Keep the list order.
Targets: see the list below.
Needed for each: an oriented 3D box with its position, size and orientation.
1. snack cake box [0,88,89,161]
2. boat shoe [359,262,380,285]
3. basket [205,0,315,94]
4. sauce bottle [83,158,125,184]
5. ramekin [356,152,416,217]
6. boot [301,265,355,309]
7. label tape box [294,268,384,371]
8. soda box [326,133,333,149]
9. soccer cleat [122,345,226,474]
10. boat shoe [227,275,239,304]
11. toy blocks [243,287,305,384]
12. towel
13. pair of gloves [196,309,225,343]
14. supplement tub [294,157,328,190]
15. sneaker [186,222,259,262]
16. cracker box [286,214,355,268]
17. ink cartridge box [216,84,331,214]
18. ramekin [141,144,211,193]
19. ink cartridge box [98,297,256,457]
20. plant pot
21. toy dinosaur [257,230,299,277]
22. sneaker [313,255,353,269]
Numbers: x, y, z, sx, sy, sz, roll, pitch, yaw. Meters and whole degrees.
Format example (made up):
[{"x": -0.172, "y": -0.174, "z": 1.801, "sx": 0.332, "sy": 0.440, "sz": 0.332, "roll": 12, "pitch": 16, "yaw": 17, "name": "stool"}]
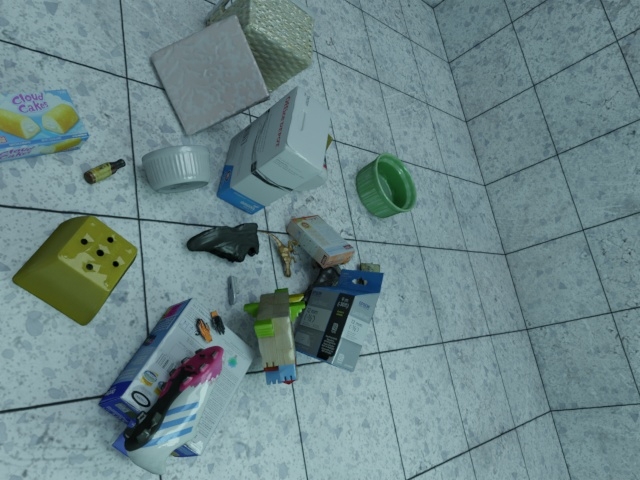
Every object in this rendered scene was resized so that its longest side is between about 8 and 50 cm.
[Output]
[{"x": -0.782, "y": -0.305, "z": 1.285, "sx": 0.264, "sy": 0.089, "sz": 0.152, "roll": -28, "pitch": 93, "yaw": -49, "name": "snack cake box"}, {"x": 0.193, "y": 0.220, "z": 2.044, "sx": 0.089, "sy": 0.104, "sz": 0.285, "roll": 12, "pitch": 50, "yaw": 0, "name": "boat shoe"}, {"x": -0.237, "y": -0.791, "z": 1.904, "sx": 0.331, "sy": 0.328, "sz": 0.266, "roll": 16, "pitch": 65, "yaw": -41, "name": "basket"}, {"x": -0.632, "y": -0.207, "z": 1.428, "sx": 0.042, "sy": 0.042, "sz": 0.128, "roll": 55, "pitch": 40, "yaw": -11, "name": "sauce bottle"}, {"x": 0.313, "y": -0.255, "z": 2.339, "sx": 0.303, "sy": 0.148, "sz": 0.303, "roll": 22, "pitch": 57, "yaw": -38, "name": "ramekin"}, {"x": 0.028, "y": 0.225, "z": 1.880, "sx": 0.263, "sy": 0.091, "sz": 0.229, "roll": 50, "pitch": 54, "yaw": -30, "name": "boot"}, {"x": 0.059, "y": 0.250, "z": 1.683, "sx": 0.115, "sy": 0.249, "sz": 0.347, "roll": 27, "pitch": 76, "yaw": -33, "name": "label tape box"}, {"x": -0.009, "y": -0.412, "z": 2.151, "sx": 0.061, "sy": 0.058, "sz": 0.181, "roll": 45, "pitch": 45, "yaw": -21, "name": "soda box"}, {"x": -0.333, "y": 0.408, "z": 1.186, "sx": 0.331, "sy": 0.116, "sz": 0.143, "roll": -50, "pitch": 124, "yaw": -43, "name": "soccer cleat"}, {"x": -0.285, "y": 0.166, "z": 1.613, "sx": 0.035, "sy": 0.035, "sz": 0.100, "roll": 11, "pitch": 57, "yaw": -39, "name": "boat shoe"}, {"x": -0.131, "y": 0.325, "z": 1.523, "sx": 0.381, "sy": 0.191, "sz": 0.260, "roll": -116, "pitch": -160, "yaw": -81, "name": "toy blocks"}, {"x": -0.378, "y": -0.570, "z": 1.684, "sx": 0.053, "sy": 0.332, "sz": 0.316, "roll": -59, "pitch": 125, "yaw": -86, "name": "towel"}, {"x": -0.305, "y": 0.240, "z": 1.353, "sx": 0.083, "sy": 0.010, "sz": 0.074, "roll": -25, "pitch": 88, "yaw": -51, "name": "pair of gloves"}, {"x": -0.077, "y": -0.355, "z": 1.954, "sx": 0.191, "sy": 0.191, "sz": 0.272, "roll": 11, "pitch": 64, "yaw": -42, "name": "supplement tub"}, {"x": -0.308, "y": 0.016, "z": 1.612, "sx": 0.286, "sy": 0.109, "sz": 0.130, "roll": -11, "pitch": 86, "yaw": -46, "name": "sneaker"}, {"x": 0.000, "y": 0.000, "z": 1.878, "sx": 0.156, "sy": 0.067, "sz": 0.232, "roll": -11, "pitch": 46, "yaw": -48, "name": "cracker box"}, {"x": -0.163, "y": -0.302, "z": 1.687, "sx": 0.166, "sy": 0.395, "sz": 0.285, "roll": 30, "pitch": 53, "yaw": -33, "name": "ink cartridge box"}, {"x": -0.440, "y": -0.218, "z": 1.514, "sx": 0.207, "sy": 0.207, "sz": 0.109, "roll": -12, "pitch": 89, "yaw": -48, "name": "ramekin"}, {"x": -0.388, "y": 0.392, "z": 1.311, "sx": 0.270, "sy": 0.151, "sz": 0.395, "roll": 46, "pitch": 43, "yaw": -19, "name": "ink cartridge box"}, {"x": -0.595, "y": 0.058, "z": 1.231, "sx": 0.212, "sy": 0.187, "sz": 0.212, "roll": 42, "pitch": 46, "yaw": -23, "name": "plant pot"}, {"x": -0.137, "y": 0.032, "z": 1.806, "sx": 0.112, "sy": 0.064, "sz": 0.211, "roll": -28, "pitch": 92, "yaw": -47, "name": "toy dinosaur"}, {"x": 0.054, "y": 0.071, "z": 1.967, "sx": 0.186, "sy": 0.084, "sz": 0.069, "roll": -9, "pitch": 79, "yaw": -48, "name": "sneaker"}]
